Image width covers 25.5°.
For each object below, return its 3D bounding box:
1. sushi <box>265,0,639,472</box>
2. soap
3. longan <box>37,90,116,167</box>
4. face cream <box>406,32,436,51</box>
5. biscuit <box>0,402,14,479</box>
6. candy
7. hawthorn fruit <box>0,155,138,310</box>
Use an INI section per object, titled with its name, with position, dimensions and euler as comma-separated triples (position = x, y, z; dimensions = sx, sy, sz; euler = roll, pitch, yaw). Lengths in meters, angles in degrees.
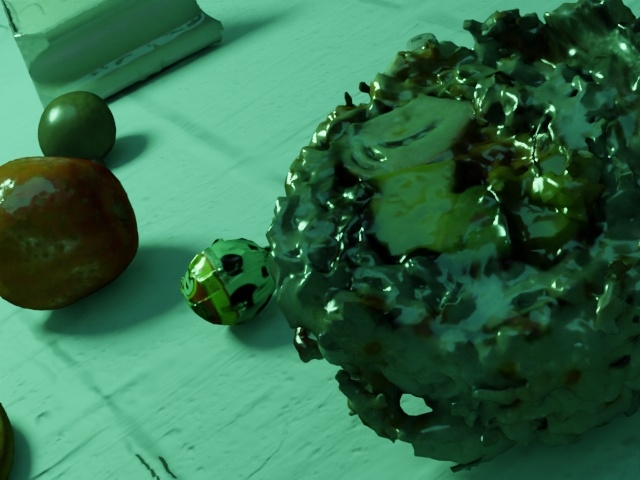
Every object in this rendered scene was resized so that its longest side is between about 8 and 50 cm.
[sushi]
position = 0.141, -0.017, 1.176
dimensions = 0.417, 0.176, 0.418
euler = -12, 53, 17
[soap]
position = -0.318, -0.332, 2.102
dimensions = 0.302, 0.159, 0.258
euler = -26, 29, -5
[longan]
position = -0.320, -0.138, 1.867
dimensions = 0.106, 0.106, 0.119
euler = -23, 73, 2
[face cream]
position = 0.127, -0.232, 1.761
dimensions = 0.040, 0.021, 0.083
euler = -17, 32, 13
[biscuit]
position = -0.453, 0.240, 1.382
dimensions = 0.317, 0.040, 0.318
euler = -9, 37, 7
[candy]
position = 0.000, 0.000, 1.452
dimensions = 0.305, 0.091, 0.083
euler = -24, 58, -14
[hawthorn fruit]
position = -0.296, -0.010, 1.583
dimensions = 0.189, 0.189, 0.189
euler = -18, 32, 11
